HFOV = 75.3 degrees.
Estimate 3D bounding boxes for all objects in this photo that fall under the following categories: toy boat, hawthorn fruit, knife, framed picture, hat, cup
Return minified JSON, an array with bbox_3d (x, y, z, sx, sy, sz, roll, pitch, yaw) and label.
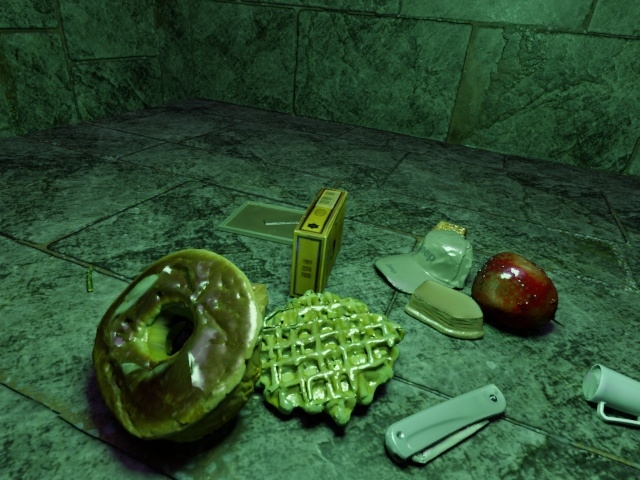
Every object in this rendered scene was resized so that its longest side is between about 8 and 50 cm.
[{"bbox_3d":[0.311,0.169,1.008,0.188,0.061,0.116,26,34,32],"label":"toy boat"},{"bbox_3d":[0.489,0.133,1.007,0.235,0.181,0.181,29,34,13],"label":"hawthorn fruit"},{"bbox_3d":[0.230,0.324,0.739,0.266,0.040,0.073,-11,44,-27],"label":"knife"},{"bbox_3d":[-0.149,-0.061,1.390,0.315,0.024,0.232,11,29,12],"label":"framed picture"},{"bbox_3d":[0.293,0.044,1.170,0.245,0.149,0.214,2,27,-29],"label":"hat"},{"bbox_3d":[0.580,0.309,0.804,0.116,0.074,0.104,21,56,17],"label":"cup"}]

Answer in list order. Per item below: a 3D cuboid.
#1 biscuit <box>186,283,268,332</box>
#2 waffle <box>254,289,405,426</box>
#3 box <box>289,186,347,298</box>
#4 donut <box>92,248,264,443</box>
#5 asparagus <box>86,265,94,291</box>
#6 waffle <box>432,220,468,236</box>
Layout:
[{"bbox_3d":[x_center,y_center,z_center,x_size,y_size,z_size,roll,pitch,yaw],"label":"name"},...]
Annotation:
[{"bbox_3d":[-0.196,0.152,0.898,0.212,0.041,0.239,-19,16,-23],"label":"biscuit"},{"bbox_3d":[0.005,0.210,0.836,0.297,0.073,0.317,23,43,29],"label":"waffle"},{"bbox_3d":[0.000,0.000,1.125,0.084,0.192,0.301,10,29,9],"label":"box"},{"bbox_3d":[-0.241,0.183,0.735,0.330,0.159,0.329,-6,52,8],"label":"donut"},{"bbox_3d":[-0.578,0.094,1.043,0.015,0.014,0.114,27,13,-38],"label":"asparagus"},{"bbox_3d":[0.418,-0.013,1.374,0.103,0.042,0.148,19,32,26],"label":"waffle"}]
